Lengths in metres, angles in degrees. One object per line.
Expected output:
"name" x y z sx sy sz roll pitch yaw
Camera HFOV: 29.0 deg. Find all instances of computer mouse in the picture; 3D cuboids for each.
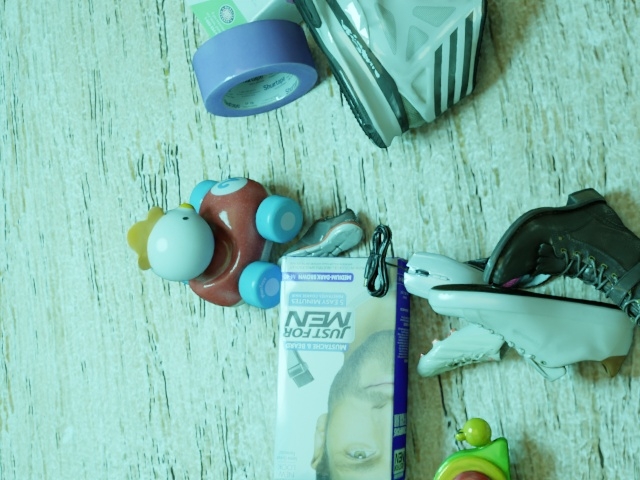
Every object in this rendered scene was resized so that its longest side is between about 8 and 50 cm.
"computer mouse" 0.161 0.049 1.800 0.193 0.042 0.106 14 83 -1

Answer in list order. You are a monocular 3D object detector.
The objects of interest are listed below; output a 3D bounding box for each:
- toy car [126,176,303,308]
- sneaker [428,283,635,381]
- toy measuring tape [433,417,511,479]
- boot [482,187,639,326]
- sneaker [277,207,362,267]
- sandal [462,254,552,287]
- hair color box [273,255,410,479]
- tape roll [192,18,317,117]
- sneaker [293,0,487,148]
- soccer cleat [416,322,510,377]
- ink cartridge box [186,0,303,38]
"toy car" -0.193 -0.010 1.936 0.219 0.238 0.210 15 91 46
"sneaker" 0.288 0.132 1.727 0.290 0.106 0.123 10 96 5
"toy measuring tape" 0.221 0.418 1.768 0.121 0.121 0.330 -5 90 28
"boot" 0.377 0.045 1.672 0.229 0.263 0.091 46 149 29
"sneaker" 0.000 0.000 1.975 0.158 0.061 0.065 -27 45 23
"sandal" 0.269 0.043 1.822 0.179 0.040 0.067 -17 76 26
"hair color box" 0.035 0.195 1.875 0.185 0.110 0.339 0 86 15
"tape roll" -0.105 -0.272 1.978 0.189 0.189 0.080 -24 73 24
"sneaker" 0.093 -0.389 1.864 0.257 0.169 0.447 -28 98 0
"soccer cleat" 0.228 0.156 1.819 0.196 0.068 0.076 -36 72 17
"ink cartridge box" -0.061 -0.484 2.018 0.353 0.119 0.207 -41 69 19
